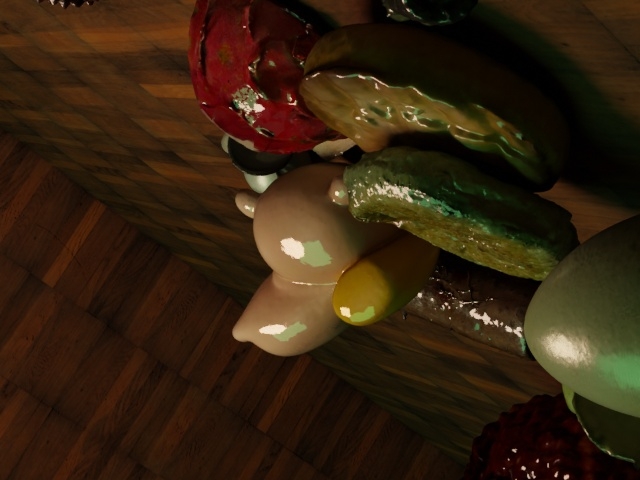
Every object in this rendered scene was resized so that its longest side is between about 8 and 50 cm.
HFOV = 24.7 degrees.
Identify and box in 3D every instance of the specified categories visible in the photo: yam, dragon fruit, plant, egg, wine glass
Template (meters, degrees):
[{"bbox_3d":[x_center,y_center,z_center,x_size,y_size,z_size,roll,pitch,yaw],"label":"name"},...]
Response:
[{"bbox_3d":[0.225,0.086,2.161,0.280,0.131,0.131,21,164,41],"label":"yam"},{"bbox_3d":[-0.044,-0.184,1.727,0.262,0.189,0.163,33,-161,-21],"label":"dragon fruit"},{"bbox_3d":[0.093,-0.227,1.243,0.092,0.094,0.143,-3,-167,-4],"label":"plant"},{"bbox_3d":[0.347,0.074,1.462,0.295,0.218,0.218,-5,152,24],"label":"egg"},{"bbox_3d":[-0.060,-0.106,2.155,0.103,0.103,0.231,28,171,19],"label":"wine glass"}]

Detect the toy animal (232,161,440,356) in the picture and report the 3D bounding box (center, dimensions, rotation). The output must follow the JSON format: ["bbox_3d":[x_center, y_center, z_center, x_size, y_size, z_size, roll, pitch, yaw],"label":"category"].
[{"bbox_3d":[0.008,-0.011,2.034,0.247,0.277,0.345,50,139,-10],"label":"toy animal"}]

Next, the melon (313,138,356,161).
[{"bbox_3d":[-0.028,-0.178,1.898,0.182,0.054,0.098,35,163,-10],"label":"melon"}]

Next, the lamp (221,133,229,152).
[{"bbox_3d":[-0.130,-0.187,2.133,0.050,0.056,0.198,32,165,16],"label":"lamp"}]

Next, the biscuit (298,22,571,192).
[{"bbox_3d":[0.123,-0.140,1.531,0.296,0.102,0.296,21,169,4],"label":"biscuit"}]

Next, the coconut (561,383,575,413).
[{"bbox_3d":[0.430,0.238,2.355,0.088,0.096,0.088,-5,152,-3],"label":"coconut"}]

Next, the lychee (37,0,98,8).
[{"bbox_3d":[-0.231,-0.334,1.264,0.264,0.264,0.300,31,-167,4],"label":"lychee"}]

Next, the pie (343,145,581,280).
[{"bbox_3d":[0.154,-0.031,1.578,0.277,0.078,0.277,18,173,2],"label":"pie"}]

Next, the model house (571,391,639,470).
[{"bbox_3d":[0.466,0.210,1.714,0.321,0.261,0.266,33,172,21],"label":"model house"}]

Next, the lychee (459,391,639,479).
[{"bbox_3d":[0.426,0.454,2.480,0.500,0.424,0.424,14,-178,-39],"label":"lychee"}]
